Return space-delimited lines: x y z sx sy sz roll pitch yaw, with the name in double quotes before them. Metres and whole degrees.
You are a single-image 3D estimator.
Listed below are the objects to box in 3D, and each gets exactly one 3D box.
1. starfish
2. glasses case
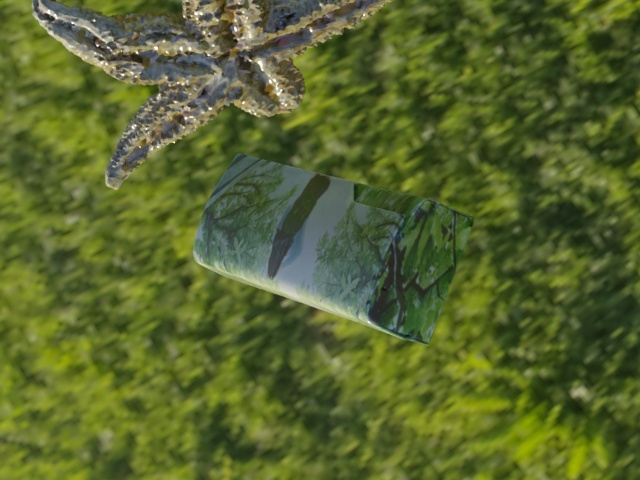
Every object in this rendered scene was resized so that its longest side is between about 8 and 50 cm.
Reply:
"starfish" -0.058 -0.140 1.245 0.295 0.231 0.048 -29 52 18
"glasses case" 0.000 0.000 1.393 0.272 0.062 0.095 15 85 60
